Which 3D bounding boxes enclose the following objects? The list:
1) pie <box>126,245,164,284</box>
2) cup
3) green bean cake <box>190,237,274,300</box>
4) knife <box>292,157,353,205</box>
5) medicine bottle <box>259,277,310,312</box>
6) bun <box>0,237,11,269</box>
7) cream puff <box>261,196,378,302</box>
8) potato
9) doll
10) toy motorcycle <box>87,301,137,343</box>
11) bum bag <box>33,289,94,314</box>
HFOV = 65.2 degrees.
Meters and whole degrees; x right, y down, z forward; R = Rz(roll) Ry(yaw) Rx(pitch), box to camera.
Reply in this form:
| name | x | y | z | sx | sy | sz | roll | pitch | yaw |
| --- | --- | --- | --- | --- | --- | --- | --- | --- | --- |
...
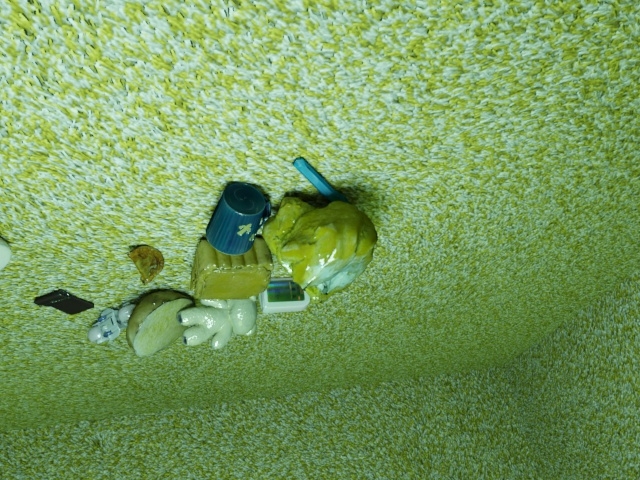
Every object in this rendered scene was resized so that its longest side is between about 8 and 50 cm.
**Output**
| name | x | y | z | sx | sy | sz | roll | pitch | yaw |
| --- | --- | --- | --- | --- | --- | --- | --- | --- | --- |
| pie | -0.509 | 0.066 | 1.485 | 0.088 | 0.033 | 0.191 | -20 | 151 | -16 |
| cup | -0.198 | -0.065 | 1.292 | 0.176 | 0.131 | 0.155 | -26 | 159 | -38 |
| green bean cake | -0.269 | 0.085 | 1.499 | 0.229 | 0.131 | 0.224 | -2 | 151 | -21 |
| knife | 0.016 | -0.137 | 1.320 | 0.044 | 0.026 | 0.296 | -26 | 144 | 19 |
| medicine bottle | -0.101 | 0.187 | 1.736 | 0.219 | 0.115 | 0.078 | -1 | 147 | -16 |
| bun | -0.864 | 0.031 | 1.257 | 0.138 | 0.094 | 0.138 | -40 | 167 | -11 |
| cream puff | 0.004 | -0.005 | 1.333 | 0.274 | 0.270 | 0.323 | -30 | 161 | -5 |
| potato | -0.554 | 0.267 | 1.677 | 0.239 | 0.116 | 0.299 | -62 | 161 | 4 |
| doll | -0.358 | 0.266 | 1.730 | 0.278 | 0.149 | 0.175 | -11 | 114 | -32 |
| toy motorcycle | -0.711 | 0.288 | 1.747 | 0.254 | 0.112 | 0.112 | -31 | 145 | 26 |
| bum bag | -0.827 | 0.207 | 1.626 | 0.109 | 0.026 | 0.159 | -20 | 149 | 14 |
